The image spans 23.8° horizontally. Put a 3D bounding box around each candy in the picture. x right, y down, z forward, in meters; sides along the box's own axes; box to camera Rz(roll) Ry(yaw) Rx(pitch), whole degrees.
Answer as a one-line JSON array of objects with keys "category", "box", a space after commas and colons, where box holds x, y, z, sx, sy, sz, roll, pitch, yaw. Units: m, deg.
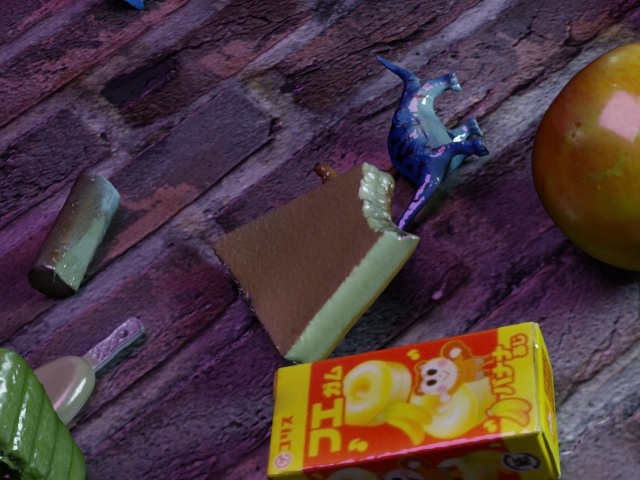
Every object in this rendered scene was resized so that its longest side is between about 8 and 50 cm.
[{"category": "candy", "box": [0.090, 0.177, 1.485, 0.276, 0.088, 0.146, -12, 43, 14]}]

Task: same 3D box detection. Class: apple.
[{"category": "apple", "box": [0.336, -0.080, 1.547, 0.237, 0.237, 0.207, -38, 60, -14]}]

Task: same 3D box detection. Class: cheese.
[{"category": "cheese", "box": [-0.279, 0.154, 1.730, 0.192, 0.037, 0.097, -40, 44, -16]}]

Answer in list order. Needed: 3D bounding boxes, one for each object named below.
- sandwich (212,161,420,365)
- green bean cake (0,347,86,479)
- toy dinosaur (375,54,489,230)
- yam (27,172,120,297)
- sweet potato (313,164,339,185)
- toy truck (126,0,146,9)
[{"category": "sandwich", "box": [0.000, 0.000, 1.675, 0.212, 0.063, 0.245, -50, 37, 11]}, {"category": "green bean cake", "box": [-0.370, 0.210, 1.565, 0.222, 0.248, 0.124, -7, 56, 20]}, {"category": "toy dinosaur", "box": [0.134, -0.119, 1.790, 0.144, 0.076, 0.329, -16, 51, 20]}, {"category": "yam", "box": [-0.305, -0.008, 1.892, 0.068, 0.068, 0.169, -3, 46, 24]}, {"category": "sweet potato", "box": [0.029, -0.011, 1.740, 0.050, 0.050, 0.214, -20, 43, 6]}, {"category": "toy truck", "box": [-0.261, -0.438, 2.283, 0.208, 0.126, 0.113, -24, 41, 7]}]
